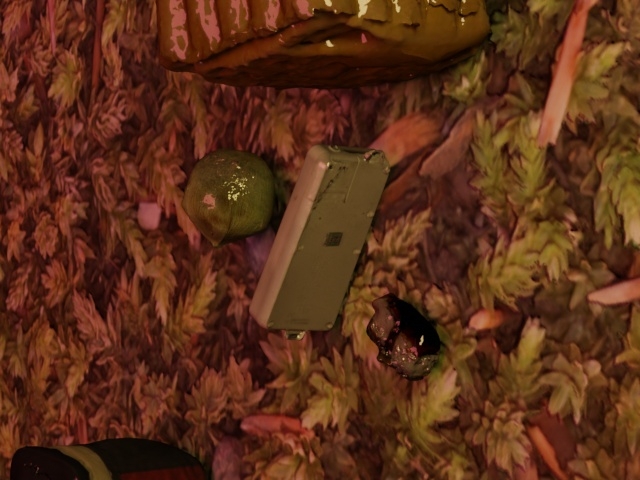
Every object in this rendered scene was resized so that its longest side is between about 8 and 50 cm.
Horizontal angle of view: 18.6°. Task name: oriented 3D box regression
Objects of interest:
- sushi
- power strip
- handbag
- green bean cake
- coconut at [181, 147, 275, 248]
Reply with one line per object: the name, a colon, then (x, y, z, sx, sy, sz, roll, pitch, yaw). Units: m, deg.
sushi: (0.068, 0.078, 1.661, 0.083, 0.044, 0.046, 47, 125, 40)
power strip: (0.000, 0.000, 1.721, 0.035, 0.081, 0.192, 45, 123, 46)
handbag: (-0.216, 0.321, 1.907, 0.181, 0.181, 0.254, 10, 97, 52)
green bean cake: (0.004, -0.198, 1.613, 0.230, 0.224, 0.131, -13, 78, 48)
coconut: (-0.086, -0.038, 1.835, 0.088, 0.088, 0.096, 20, 99, 51)
